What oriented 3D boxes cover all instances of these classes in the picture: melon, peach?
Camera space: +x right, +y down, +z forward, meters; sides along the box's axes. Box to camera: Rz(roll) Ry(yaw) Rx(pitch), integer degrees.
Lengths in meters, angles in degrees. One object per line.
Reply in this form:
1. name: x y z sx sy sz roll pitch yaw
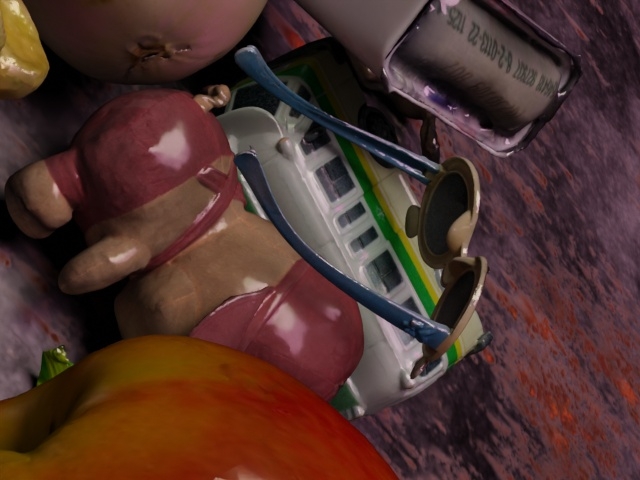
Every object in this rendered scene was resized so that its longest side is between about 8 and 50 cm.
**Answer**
1. melon: -0.129 -0.262 1.398 0.223 0.223 0.317 29 45 -44
2. peach: -0.098 0.246 1.002 0.388 0.388 0.388 33 45 -41

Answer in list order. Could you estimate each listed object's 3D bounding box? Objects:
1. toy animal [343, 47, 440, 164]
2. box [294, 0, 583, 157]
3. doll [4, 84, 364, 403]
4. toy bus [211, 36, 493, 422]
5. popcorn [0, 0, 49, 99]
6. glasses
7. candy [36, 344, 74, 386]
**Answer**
1. toy animal: 0.087 -0.185 1.796 0.148 0.084 0.233 31 43 -45
2. box: 0.028 -0.213 1.525 0.190 0.112 0.370 26 16 -46
3. doll: -0.087 0.023 1.344 0.196 0.152 0.256 -39 91 -32
4. toy bus: 0.000 0.000 1.501 0.276 0.133 0.165 61 31 -6
5. popcorn: -0.290 -0.150 1.109 0.215 0.252 0.286 -172 -121 -80
6. glasses: 0.036 -0.038 1.345 0.220 0.088 0.190 45 28 -31
7. candy: -0.131 0.153 1.309 0.178 0.032 0.102 40 41 -38
